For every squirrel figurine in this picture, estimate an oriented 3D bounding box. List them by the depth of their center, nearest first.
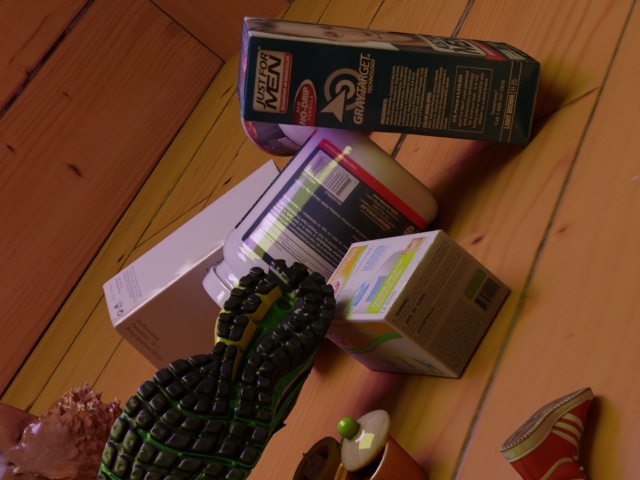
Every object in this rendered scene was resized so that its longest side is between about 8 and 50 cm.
[{"bbox_3d":[-0.501,0.401,1.759,0.397,0.281,0.370,-16,-21,-11],"label":"squirrel figurine"}]

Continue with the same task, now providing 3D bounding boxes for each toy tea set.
[{"bbox_3d":[-0.050,0.272,1.025,0.336,0.124,0.200,-48,17,11],"label":"toy tea set"}]

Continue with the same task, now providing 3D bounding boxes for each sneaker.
[{"bbox_3d":[0.186,0.160,0.805,0.118,0.067,0.042,-25,-9,-46],"label":"sneaker"},{"bbox_3d":[-0.089,0.177,1.047,0.343,0.134,0.146,-48,-24,-41],"label":"sneaker"}]

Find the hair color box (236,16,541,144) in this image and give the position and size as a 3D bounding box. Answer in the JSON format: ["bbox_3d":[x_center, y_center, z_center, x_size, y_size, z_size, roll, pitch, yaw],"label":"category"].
[{"bbox_3d":[0.075,-0.199,1.304,0.174,0.347,0.105,-109,24,-71],"label":"hair color box"}]

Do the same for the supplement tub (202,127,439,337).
[{"bbox_3d":[0.000,0.000,1.342,0.272,0.191,0.191,-50,17,3],"label":"supplement tub"}]

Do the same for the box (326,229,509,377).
[{"bbox_3d":[0.086,0.069,1.129,0.114,0.103,0.203,-56,17,-17],"label":"box"}]

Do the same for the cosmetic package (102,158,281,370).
[{"bbox_3d":[-0.136,0.048,1.512,0.309,0.160,0.113,-37,37,6],"label":"cosmetic package"}]

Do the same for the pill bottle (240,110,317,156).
[{"bbox_3d":[-0.023,-0.250,1.945,0.176,0.176,0.318,-55,17,-12],"label":"pill bottle"}]
